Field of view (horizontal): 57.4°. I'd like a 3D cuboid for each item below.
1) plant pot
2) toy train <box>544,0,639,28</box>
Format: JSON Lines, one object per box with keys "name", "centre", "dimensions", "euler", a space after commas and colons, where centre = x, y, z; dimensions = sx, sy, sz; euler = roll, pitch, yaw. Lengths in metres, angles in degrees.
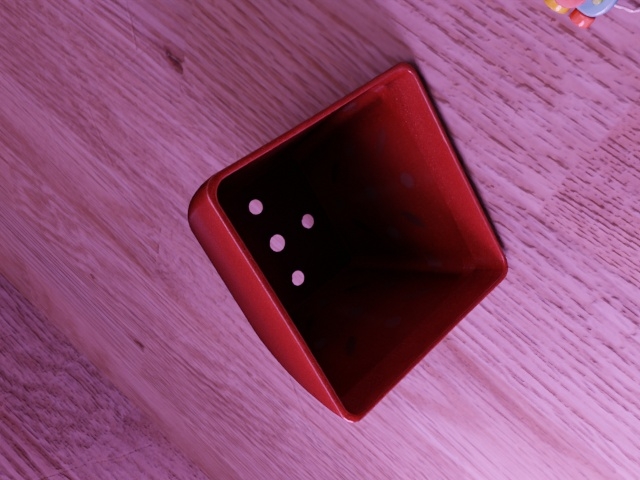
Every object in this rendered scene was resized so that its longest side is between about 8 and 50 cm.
{"name": "plant pot", "centre": [0.000, 0.000, 0.671], "dimensions": [0.236, 0.267, 0.267], "euler": [-6, 118, 59]}
{"name": "toy train", "centre": [0.208, -0.238, 0.426], "dimensions": [0.125, 0.046, 0.166], "euler": [2, 122, 43]}
